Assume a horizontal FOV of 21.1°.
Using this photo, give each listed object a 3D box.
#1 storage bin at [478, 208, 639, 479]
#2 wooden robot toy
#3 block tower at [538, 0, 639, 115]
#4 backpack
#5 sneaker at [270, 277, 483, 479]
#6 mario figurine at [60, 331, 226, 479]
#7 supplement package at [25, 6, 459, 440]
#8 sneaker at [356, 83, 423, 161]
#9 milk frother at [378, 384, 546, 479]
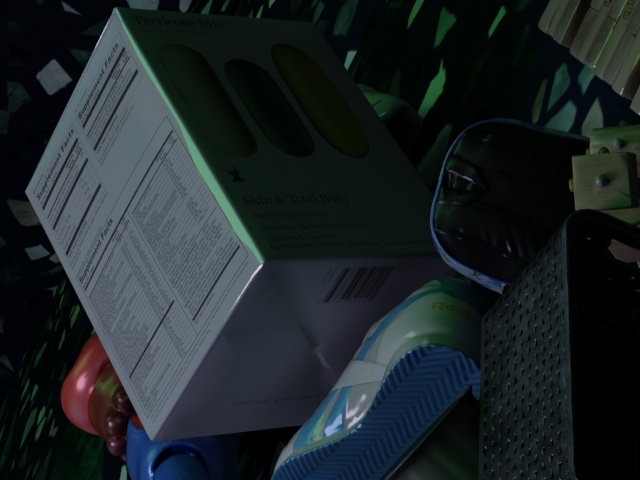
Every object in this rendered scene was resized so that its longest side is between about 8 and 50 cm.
[{"bbox_3d":[0.146,0.088,0.791,0.084,0.122,0.180,-54,21,43],"label":"storage bin"},{"bbox_3d":[0.184,-0.023,0.888,0.173,0.079,0.076,37,-129,-63],"label":"wooden robot toy"},{"bbox_3d":[0.208,-0.097,0.879,0.335,0.097,0.091,-115,47,-68],"label":"block tower"},{"bbox_3d":[0.124,-0.015,1.023,0.084,0.114,0.105,49,-121,-84],"label":"backpack"},{"bbox_3d":[0.045,0.119,1.207,0.228,0.087,0.092,-48,18,38],"label":"sneaker"},{"bbox_3d":[-0.106,0.172,1.500,0.198,0.170,0.320,-51,39,19],"label":"mario figurine"},{"bbox_3d":[-0.063,-0.016,1.315,0.262,0.199,0.198,58,132,32],"label":"supplement package"},{"bbox_3d":[0.000,0.000,1.470,0.129,0.111,0.297,4,75,69],"label":"sneaker"},{"bbox_3d":[0.091,0.154,0.871,0.129,0.135,0.143,-40,-9,-47],"label":"milk frother"}]
